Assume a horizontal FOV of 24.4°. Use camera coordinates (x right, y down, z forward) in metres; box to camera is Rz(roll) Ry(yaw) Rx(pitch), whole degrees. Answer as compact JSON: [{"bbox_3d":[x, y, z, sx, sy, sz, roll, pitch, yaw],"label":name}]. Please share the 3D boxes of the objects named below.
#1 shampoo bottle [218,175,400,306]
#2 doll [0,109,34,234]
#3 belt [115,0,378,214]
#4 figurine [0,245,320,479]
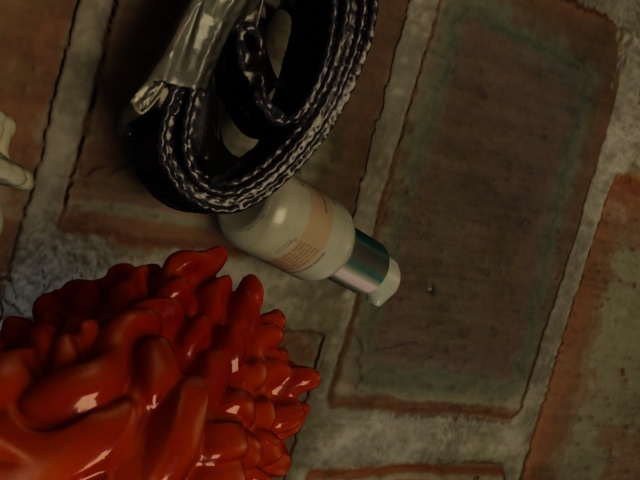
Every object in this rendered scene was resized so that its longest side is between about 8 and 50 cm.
[{"bbox_3d":[0.000,0.000,1.220,0.192,0.074,0.074,28,85,-45],"label":"shampoo bottle"},{"bbox_3d":[-0.272,0.024,0.940,0.138,0.119,0.293,25,87,-35],"label":"doll"},{"bbox_3d":[-0.057,-0.128,1.089,0.139,0.126,0.230,29,83,-17],"label":"belt"},{"bbox_3d":[-0.139,0.177,1.010,0.306,0.241,0.412,-45,160,-24],"label":"figurine"}]
